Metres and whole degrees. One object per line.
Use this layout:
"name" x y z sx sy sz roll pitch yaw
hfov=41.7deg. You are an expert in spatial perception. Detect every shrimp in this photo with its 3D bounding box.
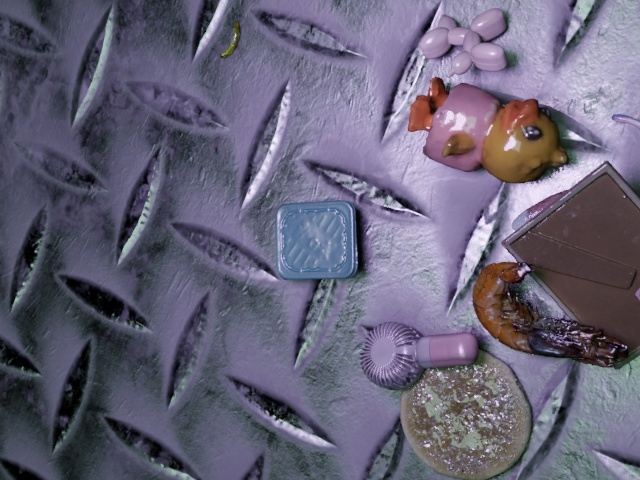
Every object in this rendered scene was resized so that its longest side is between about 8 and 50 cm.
"shrimp" 0.393 0.126 1.465 0.290 0.054 0.222 16 137 36

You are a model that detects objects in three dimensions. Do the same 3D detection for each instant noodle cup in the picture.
"instant noodle cup" 0.000 0.000 1.702 0.179 0.070 0.157 -2 90 25

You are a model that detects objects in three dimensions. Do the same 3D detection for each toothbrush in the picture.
"toothbrush" 0.624 -0.155 1.440 0.269 0.021 0.027 32 92 19

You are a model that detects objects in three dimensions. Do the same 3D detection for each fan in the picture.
"fan" 0.187 0.216 1.601 0.244 0.074 0.130 -9 67 34

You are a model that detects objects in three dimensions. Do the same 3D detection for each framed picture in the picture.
"framed picture" 0.499 0.050 1.440 0.232 0.024 0.315 -40 96 26

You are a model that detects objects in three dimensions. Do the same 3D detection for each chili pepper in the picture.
"chili pepper" -0.191 -0.427 1.799 0.030 0.017 0.083 37 107 20

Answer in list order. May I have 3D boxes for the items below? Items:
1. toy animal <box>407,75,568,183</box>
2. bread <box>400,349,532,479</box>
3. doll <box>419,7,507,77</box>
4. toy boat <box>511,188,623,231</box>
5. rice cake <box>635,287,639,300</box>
"toy animal" 0.307 -0.188 1.511 0.281 0.195 0.169 16 138 27
"bread" 0.272 0.333 1.608 0.267 0.040 0.267 1 92 24
"doll" 0.264 -0.368 1.556 0.160 0.059 0.161 -9 56 21
"toy boat" 0.457 -0.017 1.486 0.227 0.085 0.155 -17 84 24
"rice cake" 0.660 0.143 1.383 0.298 0.050 0.106 38 107 1
